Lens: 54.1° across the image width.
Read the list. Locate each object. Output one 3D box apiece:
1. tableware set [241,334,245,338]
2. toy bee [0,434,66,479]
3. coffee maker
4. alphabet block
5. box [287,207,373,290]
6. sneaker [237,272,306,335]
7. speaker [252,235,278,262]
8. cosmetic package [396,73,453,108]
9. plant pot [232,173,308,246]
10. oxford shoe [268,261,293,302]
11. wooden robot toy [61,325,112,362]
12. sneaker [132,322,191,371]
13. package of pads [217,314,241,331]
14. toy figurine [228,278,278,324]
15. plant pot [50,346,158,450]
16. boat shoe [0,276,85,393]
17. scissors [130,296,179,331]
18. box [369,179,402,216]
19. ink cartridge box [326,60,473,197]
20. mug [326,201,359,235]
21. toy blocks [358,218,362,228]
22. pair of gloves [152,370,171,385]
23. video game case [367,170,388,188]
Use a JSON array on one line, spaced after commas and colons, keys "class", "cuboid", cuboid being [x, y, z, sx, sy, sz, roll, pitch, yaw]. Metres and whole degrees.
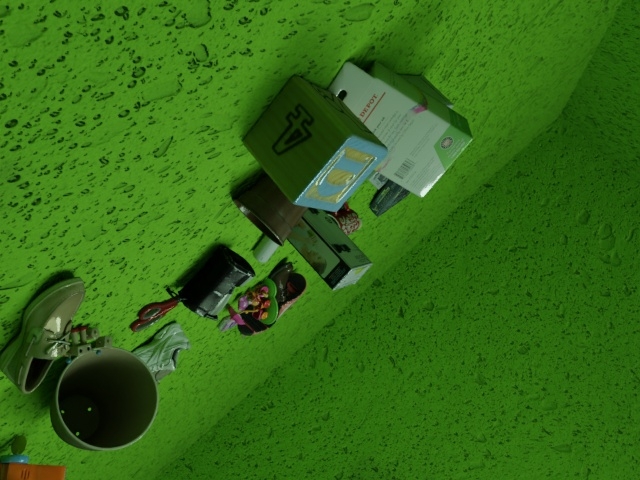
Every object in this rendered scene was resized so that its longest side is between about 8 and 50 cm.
[{"class": "tableware set", "cuboid": [-0.264, 0.330, 2.527, 0.141, 0.020, 0.169, -34, 162, -29]}, {"class": "toy bee", "cuboid": [-0.844, 0.610, 1.664, 0.162, 0.298, 0.195, -20, -142, 37]}, {"class": "coffee maker", "cuboid": [-0.286, 0.111, 1.686, 0.178, 0.120, 0.171, -48, 157, 10]}, {"class": "alphabet block", "cuboid": [-0.009, -0.202, 1.348, 0.193, 0.197, 0.192, -47, 155, 18]}, {"class": "box", "cuboid": [0.000, 0.000, 1.778, 0.087, 0.290, 0.169, -48, 163, 20]}, {"class": "sneaker", "cuboid": [-0.174, 0.259, 2.378, 0.313, 0.116, 0.136, -39, 166, -13]}, {"class": "speaker", "cuboid": [-0.146, 0.002, 1.868, 0.136, 0.055, 0.055, -51, 162, 27]}, {"class": "cosmetic package", "cuboid": [0.211, -0.325, 1.714, 0.224, 0.138, 0.224, -18, 151, -54]}, {"class": "plant pot", "cuboid": [-0.098, -0.101, 1.537, 0.165, 0.167, 0.167, -48, 165, -8]}, {"class": "oxford shoe", "cuboid": [-0.141, 0.162, 2.236, 0.082, 0.096, 0.227, -24, 155, -44]}, {"class": "wooden robot toy", "cuboid": [-0.579, 0.242, 1.479, 0.079, 0.076, 0.173, -10, 178, 24]}, {"class": "sneaker", "cuboid": [-0.486, 0.355, 1.864, 0.232, 0.115, 0.090, -41, 165, -5]}, {"class": "package of pads", "cuboid": [-0.326, 0.293, 2.250, 0.050, 0.032, 0.083, -49, 163, 29]}, {"class": "toy figurine", "cuboid": [-0.242, 0.224, 2.163, 0.159, 0.130, 0.173, -10, 124, -46]}, {"class": "plant pot", "cuboid": [-0.600, 0.439, 1.649, 0.256, 0.257, 0.274, -27, 175, -44]}, {"class": "boat shoe", "cuboid": [-0.560, 0.198, 1.294, 0.302, 0.098, 0.109, -49, 163, 22]}, {"class": "scissors", "cuboid": [-0.403, 0.171, 1.767, 0.297, 0.021, 0.109, -28, 157, -45]}, {"class": "box", "cuboid": [0.299, -0.202, 2.361, 0.183, 0.059, 0.233, -35, 168, -31]}, {"class": "ink cartridge box", "cuboid": [0.162, -0.284, 1.521, 0.207, 0.353, 0.119, -52, -163, 32]}, {"class": "mug", "cuboid": [0.067, -0.063, 2.119, 0.150, 0.113, 0.169, -49, 167, 29]}, {"class": "toy blocks", "cuboid": [0.098, -0.037, 2.363, 0.123, 0.054, 0.148, -51, 163, 26]}, {"class": "pair of gloves", "cuboid": [-0.581, 0.456, 2.049, 0.240, 0.042, 0.204, -37, 160, -27]}, {"class": "video game case", "cuboid": [0.248, -0.263, 2.181, 0.190, 0.022, 0.173, -45, 165, 7]}]
